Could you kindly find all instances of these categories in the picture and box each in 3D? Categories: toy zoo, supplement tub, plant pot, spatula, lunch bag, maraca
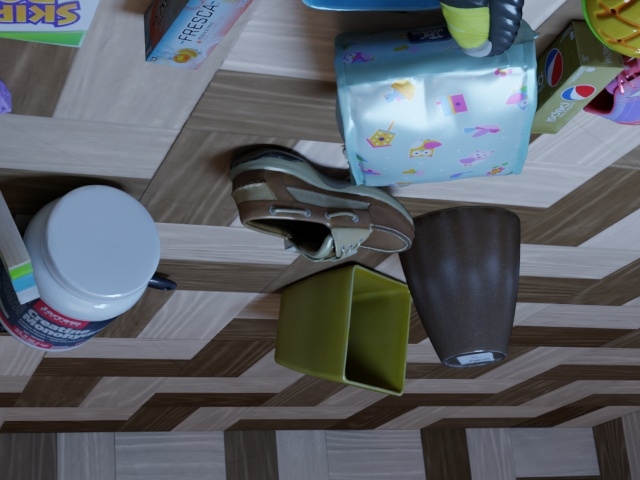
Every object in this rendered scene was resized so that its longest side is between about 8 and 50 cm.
[{"bbox_3d":[-0.414,-0.025,1.467,0.030,0.192,0.293,-24,173,-15],"label":"toy zoo"},{"bbox_3d":[-0.365,0.044,1.699,0.191,0.191,0.272,6,158,-29],"label":"supplement tub"},{"bbox_3d":[0.243,0.089,1.915,0.215,0.230,0.215,-5,160,-2],"label":"plant pot"},{"bbox_3d":[-0.378,0.056,1.964,0.296,0.030,0.084,10,153,-35],"label":"spatula"},{"bbox_3d":[0.032,0.172,2.160,0.187,0.212,0.212,-3,165,34],"label":"plant pot"},{"bbox_3d":[0.127,-0.164,1.298,0.223,0.160,0.262,-6,166,4],"label":"lunch bag"},{"bbox_3d":[0.328,-0.262,1.171,0.127,0.099,0.186,-8,136,19],"label":"maraca"}]

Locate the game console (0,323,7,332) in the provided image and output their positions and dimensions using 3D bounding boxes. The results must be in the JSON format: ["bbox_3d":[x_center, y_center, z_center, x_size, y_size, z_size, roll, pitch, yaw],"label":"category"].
[{"bbox_3d":[-0.568,0.112,1.815,0.361,0.213,0.044,0,161,-25],"label":"game console"}]

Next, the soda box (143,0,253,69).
[{"bbox_3d":[-0.121,-0.242,1.161,0.063,0.058,0.183,6,157,-28],"label":"soda box"}]

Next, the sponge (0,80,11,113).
[{"bbox_3d":[-0.432,-0.191,1.267,0.117,0.031,0.210,-5,160,2],"label":"sponge"}]

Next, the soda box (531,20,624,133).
[{"bbox_3d":[0.295,-0.194,1.393,0.058,0.061,0.181,0,160,-15],"label":"soda box"}]

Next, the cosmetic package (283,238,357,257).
[{"bbox_3d":[0.000,0.000,1.887,0.115,0.041,0.060,13,153,-41],"label":"cosmetic package"}]

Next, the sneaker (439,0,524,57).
[{"bbox_3d":[0.104,-0.299,0.981,0.147,0.145,0.385,-1,151,12],"label":"sneaker"}]

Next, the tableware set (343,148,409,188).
[{"bbox_3d":[0.103,-0.107,1.649,0.141,0.020,0.169,-5,161,0],"label":"tableware set"}]

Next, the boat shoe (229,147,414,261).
[{"bbox_3d":[0.000,-0.025,1.656,0.324,0.120,0.122,19,150,-36],"label":"boat shoe"}]

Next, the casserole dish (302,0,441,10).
[{"bbox_3d":[0.064,-0.275,1.151,0.188,0.037,0.114,-1,160,-9],"label":"casserole dish"}]

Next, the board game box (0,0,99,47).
[{"bbox_3d":[-0.274,-0.259,1.118,0.124,0.039,0.259,4,161,-22],"label":"board game box"}]

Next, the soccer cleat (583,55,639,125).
[{"bbox_3d":[0.393,-0.205,1.368,0.095,0.083,0.248,2,162,-6],"label":"soccer cleat"}]
